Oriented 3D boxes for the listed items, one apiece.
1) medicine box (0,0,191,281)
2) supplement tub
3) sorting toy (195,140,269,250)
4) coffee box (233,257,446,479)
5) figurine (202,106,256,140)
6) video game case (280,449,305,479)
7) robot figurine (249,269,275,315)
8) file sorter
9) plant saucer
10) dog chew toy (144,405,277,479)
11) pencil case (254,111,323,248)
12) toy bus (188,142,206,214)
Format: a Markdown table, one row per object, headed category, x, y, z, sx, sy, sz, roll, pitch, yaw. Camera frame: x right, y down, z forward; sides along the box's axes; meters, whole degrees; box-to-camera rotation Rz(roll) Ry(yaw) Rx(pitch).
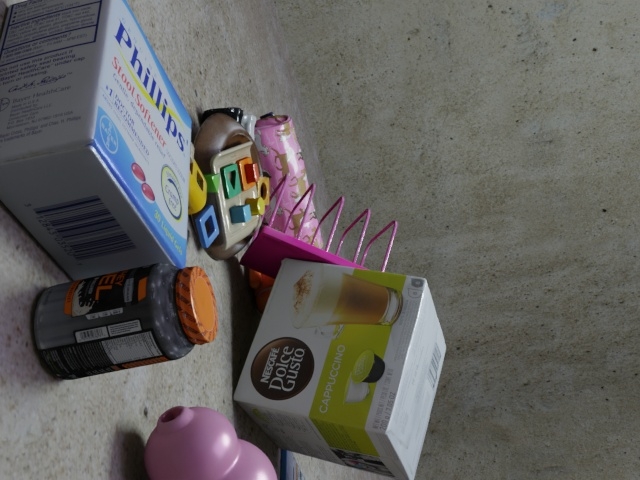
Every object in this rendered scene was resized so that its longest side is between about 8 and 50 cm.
| category | x | y | z | sx | sy | sz | roll | pitch | yaw |
| --- | --- | --- | --- | --- | --- | --- | --- | --- | --- |
| medicine box | -0.283 | -0.129 | 1.005 | 0.263 | 0.149 | 0.289 | 67 | 15 | -52 |
| supplement tub | -0.225 | 0.092 | 0.931 | 0.117 | 0.191 | 0.117 | -12 | 90 | -82 |
| sorting toy | -0.156 | -0.094 | 1.597 | 0.348 | 0.047 | 0.195 | -41 | 129 | -66 |
| coffee box | 0.058 | 0.281 | 1.716 | 0.338 | 0.335 | 0.337 | 64 | 40 | -55 |
| figurine | -0.203 | -0.192 | 1.846 | 0.215 | 0.092 | 0.209 | -14 | 101 | -81 |
| video game case | -0.063 | 0.577 | 1.871 | 0.119 | 0.015 | 0.166 | -92 | 167 | -51 |
| robot figurine | -0.099 | 0.100 | 1.916 | 0.158 | 0.128 | 0.219 | 75 | 7 | -61 |
| file sorter | 0.000 | 0.000 | 1.800 | 0.202 | 0.291 | 0.182 | 133 | -22 | -61 |
| plant saucer | -0.185 | -0.113 | 1.662 | 0.310 | 0.050 | 0.310 | 0 | 90 | -72 |
| dog chew toy | -0.138 | 0.378 | 1.116 | 0.206 | 0.207 | 0.331 | -80 | 149 | -67 |
| pencil case | -0.109 | -0.132 | 2.058 | 0.167 | 0.160 | 0.386 | -129 | -158 | -70 |
| toy bus | -0.258 | -0.130 | 1.303 | 0.202 | 0.104 | 0.190 | -47 | 124 | -80 |
